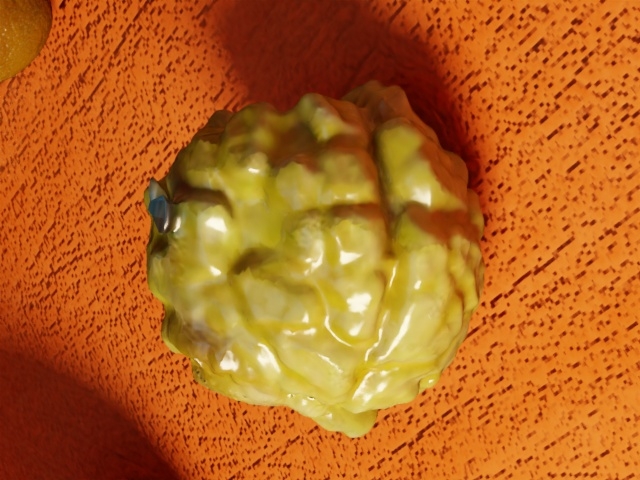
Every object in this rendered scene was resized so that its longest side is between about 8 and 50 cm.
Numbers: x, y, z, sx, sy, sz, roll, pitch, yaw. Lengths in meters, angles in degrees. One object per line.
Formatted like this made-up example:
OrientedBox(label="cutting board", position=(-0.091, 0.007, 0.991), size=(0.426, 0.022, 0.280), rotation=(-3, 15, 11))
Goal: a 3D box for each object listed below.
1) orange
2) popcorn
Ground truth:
OrientedBox(label="orange", position=(-0.192, -0.128, 1.129), size=(0.085, 0.085, 0.085), rotation=(28, 132, 36))
OrientedBox(label="popcorn", position=(-0.007, 0.003, 0.939), size=(0.173, 0.142, 0.173), rotation=(23, 131, 29))
